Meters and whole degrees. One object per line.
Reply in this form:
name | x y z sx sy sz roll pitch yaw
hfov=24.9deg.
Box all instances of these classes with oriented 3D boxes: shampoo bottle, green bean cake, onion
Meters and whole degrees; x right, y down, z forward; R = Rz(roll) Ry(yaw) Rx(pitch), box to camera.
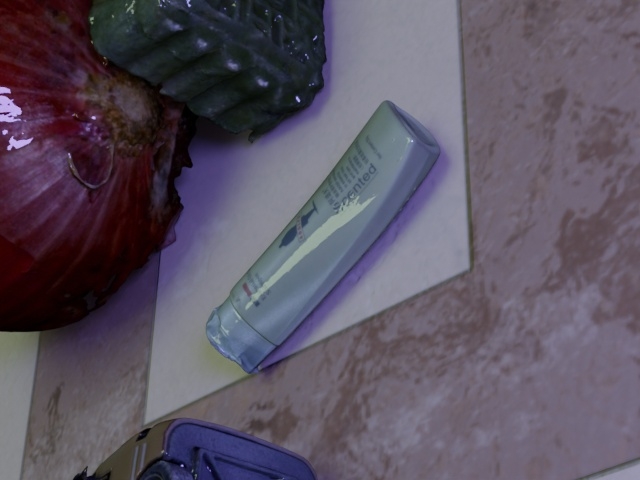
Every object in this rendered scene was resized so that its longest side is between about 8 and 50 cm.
shampoo bottle | 0.000 0.000 1.015 0.212 0.049 0.072 -50 41 15
green bean cake | -0.079 -0.191 1.131 0.094 0.181 0.173 -27 45 36
onion | -0.260 -0.097 1.194 0.341 0.341 0.341 -30 46 36

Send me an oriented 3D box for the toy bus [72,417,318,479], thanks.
toy bus | -0.088 0.264 0.873 0.157 0.139 0.289 -28 51 44
